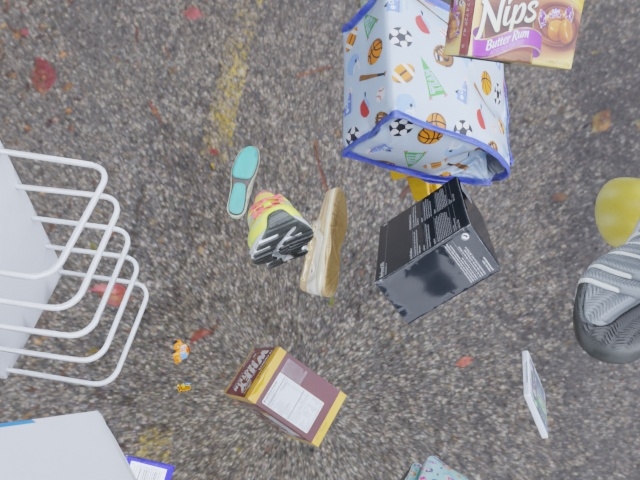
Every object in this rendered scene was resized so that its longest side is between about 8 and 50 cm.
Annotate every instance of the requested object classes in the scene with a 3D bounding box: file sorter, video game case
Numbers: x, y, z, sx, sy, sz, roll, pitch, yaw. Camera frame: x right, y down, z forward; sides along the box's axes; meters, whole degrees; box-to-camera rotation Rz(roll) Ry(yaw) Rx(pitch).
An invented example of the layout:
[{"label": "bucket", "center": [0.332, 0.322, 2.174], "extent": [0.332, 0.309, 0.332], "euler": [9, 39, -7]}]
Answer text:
[{"label": "file sorter", "center": [-0.352, 0.043, 0.787], "extent": [0.172, 0.278, 0.193], "euler": [8, 51, 4]}, {"label": "video game case", "center": [0.632, 0.452, 1.772], "extent": [0.022, 0.190, 0.173], "euler": [-15, 30, 26]}]

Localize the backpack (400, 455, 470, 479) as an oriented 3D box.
[{"label": "backpack", "center": [0.315, 0.708, 1.562], "extent": [0.253, 0.225, 0.191], "euler": [37, 111, 14]}]

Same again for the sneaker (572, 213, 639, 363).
[{"label": "sneaker", "center": [0.277, 0.056, 0.503], "extent": [0.086, 0.132, 0.228], "euler": [24, 48, 36]}]

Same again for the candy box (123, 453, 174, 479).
[{"label": "candy box", "center": [-0.461, 0.583, 1.262], "extent": [0.122, 0.317, 0.268], "euler": [30, 62, -32]}]

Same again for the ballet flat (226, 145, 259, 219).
[{"label": "ballet flat", "center": [-0.174, -0.127, 1.331], "extent": [0.057, 0.052, 0.168], "euler": [15, 79, 1]}]

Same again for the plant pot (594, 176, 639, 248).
[{"label": "plant pot", "center": [0.574, -0.052, 1.065], "extent": [0.134, 0.095, 0.134], "euler": [1, 87, -20]}]

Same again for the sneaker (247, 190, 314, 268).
[{"label": "sneaker", "center": [-0.064, -0.022, 0.772], "extent": [0.081, 0.208, 0.094], "euler": [-21, 83, -8]}]

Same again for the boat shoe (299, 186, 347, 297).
[{"label": "boat shoe", "center": [0.000, 0.000, 0.915], "extent": [0.059, 0.063, 0.170], "euler": [2, 73, 28]}]

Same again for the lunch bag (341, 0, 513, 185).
[{"label": "lunch bag", "center": [0.243, -0.307, 1.286], "extent": [0.385, 0.239, 0.328], "euler": [9, 72, -28]}]

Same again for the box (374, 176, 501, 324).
[{"label": "box", "center": [0.201, 0.009, 1.077], "extent": [0.184, 0.261, 0.103], "euler": [-31, 105, 19]}]

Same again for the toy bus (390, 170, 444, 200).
[{"label": "toy bus", "center": [0.248, -0.273, 1.630], "extent": [0.130, 0.108, 0.333], "euler": [-12, 92, -34]}]

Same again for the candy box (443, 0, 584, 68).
[{"label": "candy box", "center": [0.254, -0.287, 0.783], "extent": [0.186, 0.053, 0.109], "euler": [-2, 107, -29]}]

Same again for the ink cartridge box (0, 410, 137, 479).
[{"label": "ink cartridge box", "center": [-0.322, 0.339, 0.655], "extent": [0.168, 0.171, 0.233], "euler": [39, 113, 39]}]

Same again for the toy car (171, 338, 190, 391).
[{"label": "toy car", "center": [-0.328, 0.299, 1.452], "extent": [0.040, 0.060, 0.122], "euler": [-7, 110, -1]}]

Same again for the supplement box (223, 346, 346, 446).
[{"label": "supplement box", "center": [-0.084, 0.349, 1.366], "extent": [0.194, 0.191, 0.129], "euler": [39, 67, -13]}]
